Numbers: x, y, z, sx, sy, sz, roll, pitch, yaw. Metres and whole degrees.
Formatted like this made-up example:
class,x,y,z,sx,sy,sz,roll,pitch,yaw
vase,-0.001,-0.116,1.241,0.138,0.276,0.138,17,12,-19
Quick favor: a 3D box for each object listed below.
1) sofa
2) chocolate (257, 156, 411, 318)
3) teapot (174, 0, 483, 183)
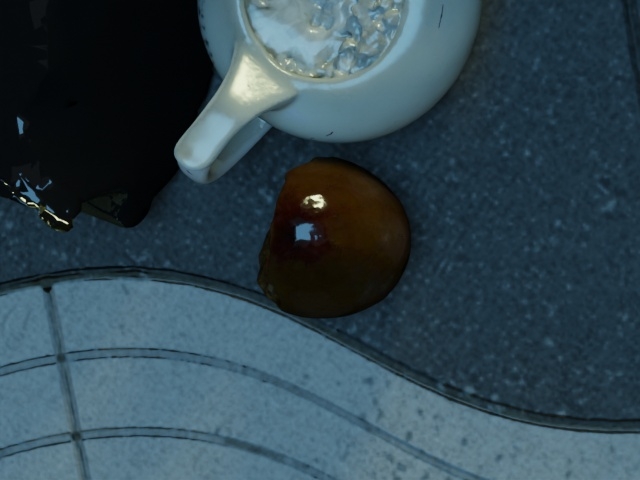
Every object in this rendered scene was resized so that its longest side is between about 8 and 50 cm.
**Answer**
class,x,y,z,sx,sy,sz,roll,pitch,yaw
sofa,-0.208,-0.152,1.121,0.200,0.182,0.258,18,112,21
chocolate,0.000,0.000,1.094,0.127,0.133,0.124,-9,98,16
teapot,0.002,-0.160,1.071,0.208,0.166,0.299,36,93,-5
